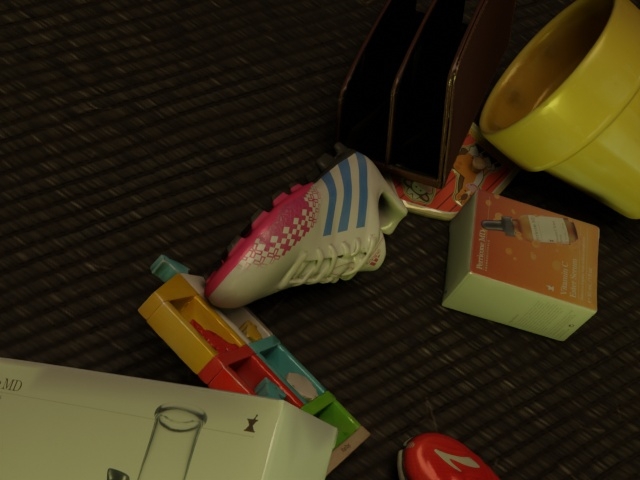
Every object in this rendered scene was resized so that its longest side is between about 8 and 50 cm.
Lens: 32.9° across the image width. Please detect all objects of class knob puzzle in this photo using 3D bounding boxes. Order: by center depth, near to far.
[{"bbox_3d":[0.159,-0.106,1.441,0.213,0.030,0.213,9,59,-15],"label":"knob puzzle"}]

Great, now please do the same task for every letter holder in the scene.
[{"bbox_3d":[0.143,-0.258,1.392,0.152,0.214,0.302,18,54,13],"label":"letter holder"}]

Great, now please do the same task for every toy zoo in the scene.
[{"bbox_3d":[-0.079,0.127,1.146,0.293,0.030,0.192,45,12,9],"label":"toy zoo"}]

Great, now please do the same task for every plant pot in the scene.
[{"bbox_3d":[0.381,-0.164,1.437,0.239,0.254,0.254,38,55,-13],"label":"plant pot"}]

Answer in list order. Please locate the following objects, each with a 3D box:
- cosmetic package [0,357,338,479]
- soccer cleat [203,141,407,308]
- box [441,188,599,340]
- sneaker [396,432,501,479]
[{"bbox_3d":[-0.195,0.254,0.893,0.377,0.097,0.284,2,66,33],"label":"cosmetic package"},{"bbox_3d":[0.000,0.000,1.241,0.143,0.116,0.331,44,41,1],"label":"soccer cleat"},{"bbox_3d":[0.250,0.032,1.355,0.171,0.091,0.130,16,57,-10],"label":"box"},{"bbox_3d":[0.204,0.303,1.163,0.279,0.118,0.107,45,56,9],"label":"sneaker"}]
